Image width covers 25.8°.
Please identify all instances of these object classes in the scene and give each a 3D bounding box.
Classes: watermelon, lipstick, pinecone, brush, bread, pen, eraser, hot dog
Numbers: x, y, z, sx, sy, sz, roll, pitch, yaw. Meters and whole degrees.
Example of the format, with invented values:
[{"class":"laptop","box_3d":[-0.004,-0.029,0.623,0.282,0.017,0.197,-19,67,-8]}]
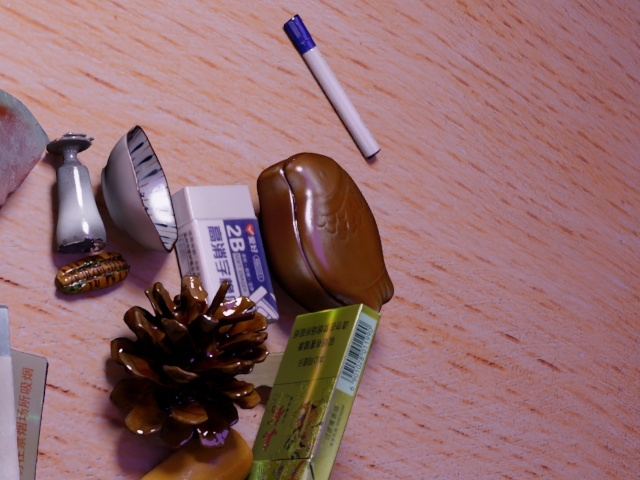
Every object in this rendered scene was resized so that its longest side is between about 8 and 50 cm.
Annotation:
[{"class":"watermelon","box_3d":[-0.481,-0.076,1.749,0.318,0.148,0.226,-23,107,-59]},{"class":"lipstick","box_3d":[-0.390,0.233,1.596,0.068,0.066,0.317,8,68,-42]},{"class":"pinecone","box_3d":[-0.173,0.150,1.854,0.202,0.201,0.229,10,46,-30]},{"class":"brush","box_3d":[-0.088,0.192,2.029,0.282,0.048,0.054,-1,76,-35]},{"class":"bread","box_3d":[-0.183,0.332,1.860,0.239,0.074,0.093,-36,103,-45]},{"class":"pen","box_3d":[0.021,-0.255,2.329,0.033,0.033,0.269,-40,101,-44]},{"class":"eraser","box_3d":[-0.142,0.027,2.032,0.124,0.068,0.210,-3,74,-41]},{"class":"hot dog","box_3d":[-0.307,0.044,1.895,0.122,0.037,0.049,-21,84,-47]}]

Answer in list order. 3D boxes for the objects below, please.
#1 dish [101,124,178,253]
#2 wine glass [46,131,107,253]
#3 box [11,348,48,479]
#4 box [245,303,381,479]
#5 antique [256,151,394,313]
[{"class":"dish","box_3d":[-0.260,-0.065,1.937,0.190,0.066,0.191,-16,90,-83]},{"class":"wine glass","box_3d":[-0.331,-0.063,1.893,0.072,0.072,0.155,4,70,-42]},{"class":"box","box_3d":[-0.480,0.202,1.634,0.310,0.084,0.198,21,60,-36]},{"class":"box","box_3d":[-0.021,0.241,1.933,0.043,0.173,0.311,29,67,-26]},{"class":"antique","box_3d":[0.000,0.000,2.110,0.278,0.129,0.223,60,30,-14]}]
